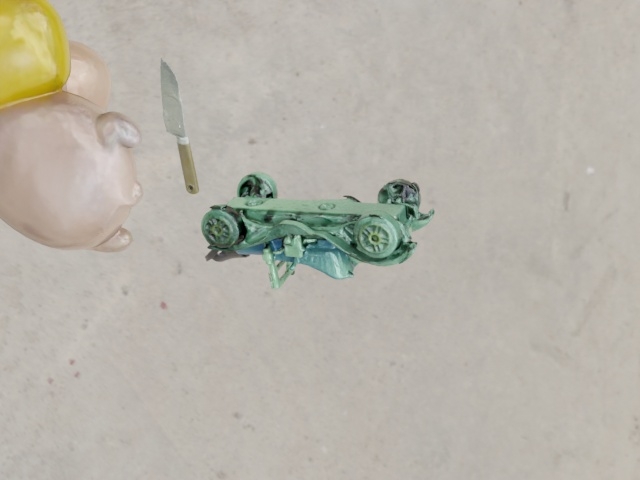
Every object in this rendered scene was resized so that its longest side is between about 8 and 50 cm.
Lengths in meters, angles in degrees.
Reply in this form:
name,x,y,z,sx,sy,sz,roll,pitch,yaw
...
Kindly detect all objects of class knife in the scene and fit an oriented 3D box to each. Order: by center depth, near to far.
name,x,y,z,sx,sy,sz,roll,pitch,yaw
knife,-0.263,-0.202,1.622,0.298,0.047,0.017,87,27,-44

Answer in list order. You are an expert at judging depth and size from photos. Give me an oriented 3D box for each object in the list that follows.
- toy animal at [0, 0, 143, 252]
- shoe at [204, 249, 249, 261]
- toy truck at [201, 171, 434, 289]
name,x,y,z,sx,sy,sz,roll,pitch,yaw
toy animal,-0.343,-0.167,1.091,0.345,0.247,0.278,24,109,1
shoe,-0.136,0.005,1.516,0.053,0.159,0.062,46,34,-7
toy truck,-0.001,0.000,0.625,0.080,0.154,0.078,-52,141,-59
